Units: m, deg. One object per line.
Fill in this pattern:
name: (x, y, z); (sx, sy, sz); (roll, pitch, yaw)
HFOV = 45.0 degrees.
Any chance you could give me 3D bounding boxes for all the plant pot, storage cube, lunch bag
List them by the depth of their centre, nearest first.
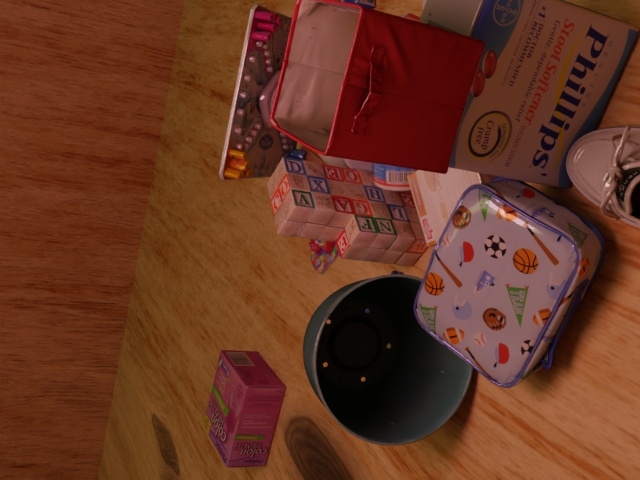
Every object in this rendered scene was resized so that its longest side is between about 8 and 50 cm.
storage cube: (0.070, -0.207, 1.031); (0.215, 0.193, 0.183); (38, 118, 56)
lunch bag: (0.290, 0.071, 1.204); (0.243, 0.115, 0.303); (36, 125, 29)
plant pot: (0.099, 0.204, 1.429); (0.235, 0.293, 0.293); (179, 97, -75)

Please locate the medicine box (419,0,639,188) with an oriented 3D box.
medicine box: (0.280, -0.240, 1.160); (0.149, 0.289, 0.263); (50, 127, 54)

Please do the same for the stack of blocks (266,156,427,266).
stack of blocks: (0.057, -0.054, 1.525); (0.087, 0.297, 0.171); (-56, 38, 41)

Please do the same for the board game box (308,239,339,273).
board game box: (0.000, 0.000, 1.897); (0.168, 0.033, 0.133); (-51, 42, 46)

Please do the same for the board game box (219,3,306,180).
board game box: (-0.097, -0.337, 1.860); (0.050, 0.390, 0.389); (17, 102, 19)

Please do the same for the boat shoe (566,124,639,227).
boat shoe: (0.422, -0.069, 1.002); (0.367, 0.157, 0.135); (46, 123, 55)

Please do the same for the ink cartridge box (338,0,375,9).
ink cartridge box: (0.082, -0.632, 1.866); (0.097, 0.046, 0.207); (-32, 57, 57)

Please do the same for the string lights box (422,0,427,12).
string lights box: (0.304, -0.454, 1.324); (0.260, 0.133, 0.076); (-24, 59, 58)

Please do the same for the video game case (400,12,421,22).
video game case: (0.245, -0.286, 1.390); (0.285, 0.025, 0.204); (47, 164, 54)

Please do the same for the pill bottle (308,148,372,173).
pill bottle: (0.048, -0.259, 1.700); (0.334, 0.188, 0.187); (46, 124, 55)

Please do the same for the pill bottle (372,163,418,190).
pill bottle: (0.159, -0.216, 1.494); (0.124, 0.124, 0.221); (-144, 47, -58)

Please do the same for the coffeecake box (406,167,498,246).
coffeecake box: (0.250, -0.081, 1.381); (0.185, 0.068, 0.142); (-25, 79, 57)

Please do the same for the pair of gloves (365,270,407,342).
pair of gloves: (0.132, 0.154, 1.633); (0.198, 0.023, 0.159); (-33, 56, 56)

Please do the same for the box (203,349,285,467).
box: (-0.212, 0.454, 2.104); (0.213, 0.117, 0.242); (39, 118, 58)
